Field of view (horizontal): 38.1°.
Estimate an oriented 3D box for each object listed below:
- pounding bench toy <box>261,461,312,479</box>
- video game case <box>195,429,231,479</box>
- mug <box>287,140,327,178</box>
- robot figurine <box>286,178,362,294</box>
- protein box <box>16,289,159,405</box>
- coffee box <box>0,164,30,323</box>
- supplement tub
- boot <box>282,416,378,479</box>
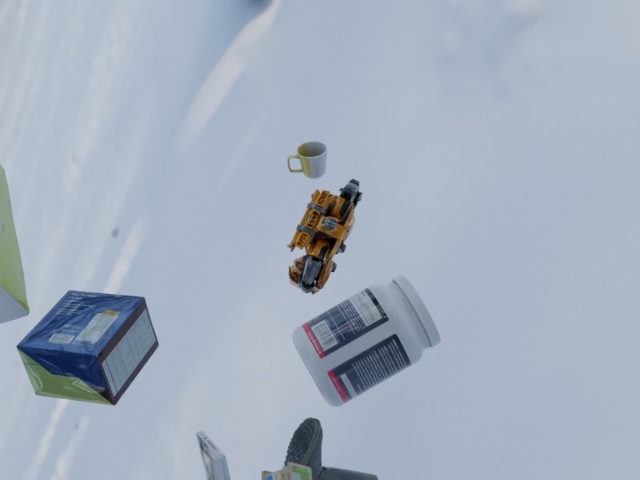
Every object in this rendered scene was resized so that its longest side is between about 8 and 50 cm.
[{"bbox_3d":[-0.063,0.369,1.400,0.065,0.083,0.052,-24,56,30],"label":"pounding bench toy"},{"bbox_3d":[-0.247,0.583,2.253,0.183,0.023,0.201,19,123,64],"label":"video game case"},{"bbox_3d":[-0.021,-0.161,1.886,0.062,0.078,0.064,-55,-31,-42],"label":"mug"},{"bbox_3d":[0.000,0.000,1.615,0.291,0.085,0.211,96,-161,-77],"label":"robot figurine"},{"bbox_3d":[-0.484,0.221,1.950,0.201,0.200,0.136,-58,-35,-51],"label":"protein box"},{"bbox_3d":[-0.758,-0.023,1.662,0.337,0.334,0.338,81,173,-66],"label":"coffee box"},{"bbox_3d":[0.095,0.209,1.947,0.191,0.272,0.191,61,177,6],"label":"supplement tub"},{"bbox_3d":[0.030,0.448,1.790,0.076,0.208,0.189,33,102,63],"label":"boot"}]
